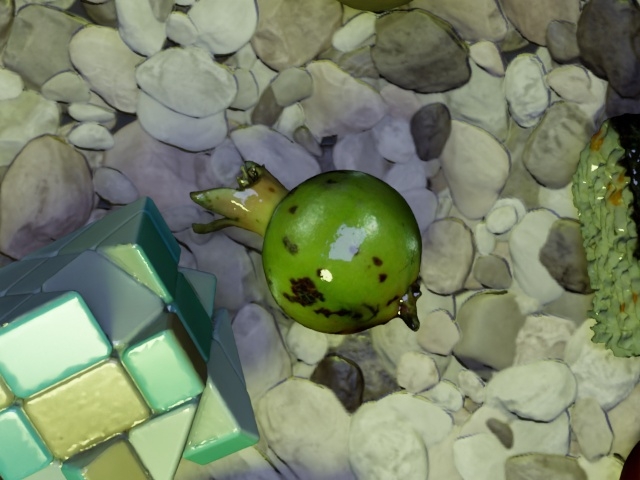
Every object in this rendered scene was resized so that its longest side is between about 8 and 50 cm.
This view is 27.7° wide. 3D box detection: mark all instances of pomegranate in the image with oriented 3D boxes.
[{"bbox_3d":[-0.012,0.006,1.146,0.220,0.156,0.156,8,78,15],"label":"pomegranate"}]

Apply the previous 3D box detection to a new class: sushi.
[{"bbox_3d":[0.311,-0.005,1.185,0.126,0.136,0.225,4,74,-14],"label":"sushi"}]

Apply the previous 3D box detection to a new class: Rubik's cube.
[{"bbox_3d":[-0.180,0.111,1.075,0.224,0.265,0.213,-27,109,8],"label":"Rubik's cube"}]

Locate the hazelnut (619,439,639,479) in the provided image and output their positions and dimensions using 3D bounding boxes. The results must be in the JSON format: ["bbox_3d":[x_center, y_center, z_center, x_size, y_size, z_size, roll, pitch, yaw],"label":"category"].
[{"bbox_3d":[0.359,0.226,1.133,0.208,0.208,0.208,1,80,-6],"label":"hazelnut"}]

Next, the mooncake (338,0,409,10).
[{"bbox_3d":[0.049,-0.403,1.205,0.378,0.201,0.378,2,77,-10],"label":"mooncake"}]
